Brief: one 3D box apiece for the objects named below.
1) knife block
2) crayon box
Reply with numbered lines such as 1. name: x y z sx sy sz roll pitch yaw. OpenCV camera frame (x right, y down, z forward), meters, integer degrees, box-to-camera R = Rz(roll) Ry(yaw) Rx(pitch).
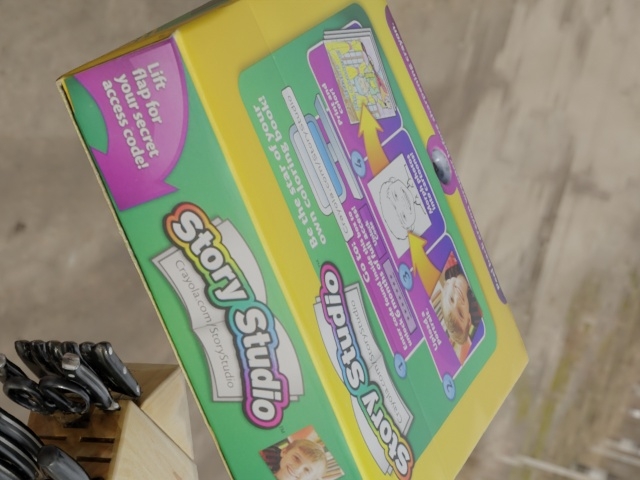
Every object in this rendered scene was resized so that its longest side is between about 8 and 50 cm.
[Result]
1. knife block: -0.184 0.199 1.278 0.242 0.088 0.275 -44 131 -64
2. crayon box: 0.000 0.000 1.135 0.313 0.106 0.363 -42 112 -59
